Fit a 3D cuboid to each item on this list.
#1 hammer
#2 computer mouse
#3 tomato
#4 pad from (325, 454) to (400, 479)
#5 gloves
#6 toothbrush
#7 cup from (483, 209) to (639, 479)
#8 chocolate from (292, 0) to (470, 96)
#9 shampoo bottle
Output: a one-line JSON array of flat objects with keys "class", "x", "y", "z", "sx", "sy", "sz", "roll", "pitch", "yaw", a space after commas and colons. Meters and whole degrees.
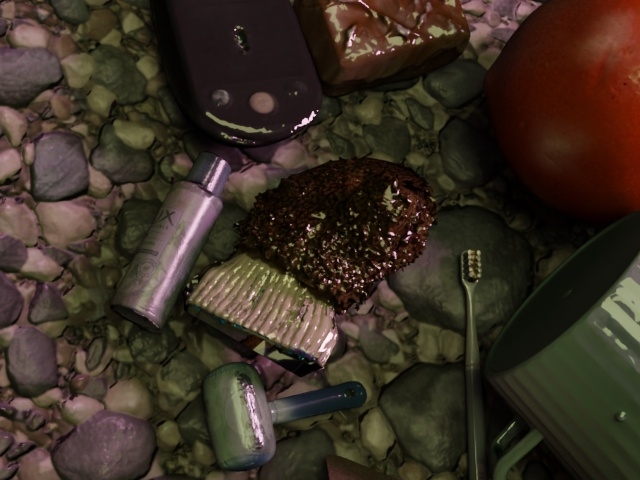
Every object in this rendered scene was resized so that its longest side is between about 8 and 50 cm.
[{"class": "hammer", "x": -0.033, "y": 0.183, "z": 1.050, "sx": 0.193, "sy": 0.069, "sz": 0.116, "roll": -8, "pitch": 74, "yaw": -26}, {"class": "computer mouse", "x": -0.105, "y": -0.220, "z": 1.140, "sx": 0.170, "sy": 0.100, "sz": 0.269, "roll": -8, "pitch": 69, "yaw": -22}, {"class": "tomato", "x": 0.355, "y": -0.170, "z": 1.142, "sx": 0.321, "sy": 0.321, "sz": 0.322, "roll": 5, "pitch": 71, "yaw": -14}, {"class": "pad", "x": 0.092, "y": 0.290, "z": 0.950, "sx": 0.176, "sy": 0.266, "sz": 0.002, "roll": 24, "pitch": 96, "yaw": -7}, {"class": "gloves", "x": 0.005, "y": 0.005, "z": 1.060, "sx": 0.210, "sy": 0.135, "sz": 0.312, "roll": 12, "pitch": 54, "yaw": 36}, {"class": "toothbrush", "x": 0.185, "y": 0.174, "z": 1.126, "sx": 0.025, "sy": 0.030, "sz": 0.343, "roll": 4, "pitch": 73, "yaw": -9}, {"class": "cup", "x": 0.377, "y": 0.220, "z": 1.006, "sx": 0.392, "sy": 0.310, "sz": 0.401, "roll": 44, "pitch": 68, "yaw": 0}, {"class": "chocolate", "x": 0.075, "y": -0.282, "z": 1.215, "sx": 0.214, "sy": 0.093, "sz": 0.148, "roll": -18, "pitch": 76, "yaw": -20}, {"class": "shampoo bottle", "x": -0.164, "y": -0.003, "z": 1.070, "sx": 0.072, "sy": 0.072, "sz": 0.214, "roll": 26, "pitch": 67, "yaw": -6}]
